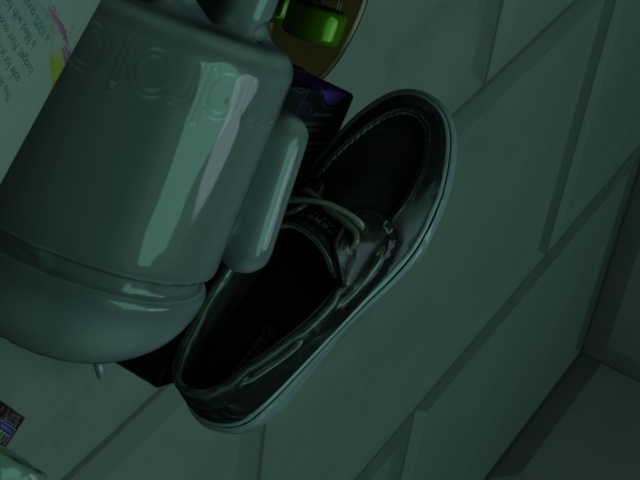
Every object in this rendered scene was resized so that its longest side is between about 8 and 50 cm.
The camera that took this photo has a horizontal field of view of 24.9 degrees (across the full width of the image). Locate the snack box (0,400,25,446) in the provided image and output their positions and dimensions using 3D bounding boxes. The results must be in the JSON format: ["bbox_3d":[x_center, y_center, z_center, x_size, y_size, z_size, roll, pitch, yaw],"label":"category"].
[{"bbox_3d":[-0.302,0.158,1.159,0.100,0.037,0.141,-57,158,-13],"label":"snack box"}]

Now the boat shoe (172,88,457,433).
[{"bbox_3d":[0.003,0.012,1.172,0.335,0.121,0.119,-57,164,-9],"label":"boat shoe"}]

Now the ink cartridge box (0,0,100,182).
[{"bbox_3d":[-0.232,-0.134,0.787,0.207,0.119,0.353,72,38,-61],"label":"ink cartridge box"}]

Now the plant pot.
[{"bbox_3d":[-0.008,-0.229,1.395,0.236,0.032,0.236,-48,154,-32],"label":"plant pot"}]

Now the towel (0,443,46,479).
[{"bbox_3d":[-0.358,0.180,0.679,0.374,0.320,0.090,-57,-171,-14],"label":"towel"}]

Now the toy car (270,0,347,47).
[{"bbox_3d":[-0.059,-0.258,1.167,0.188,0.149,0.155,8,106,-38],"label":"toy car"}]

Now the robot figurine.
[{"bbox_3d":[-0.148,-0.062,1.029,0.300,0.200,0.353,15,104,-29],"label":"robot figurine"}]

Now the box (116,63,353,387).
[{"bbox_3d":[-0.109,-0.033,1.233,0.165,0.143,0.270,-7,121,-66],"label":"box"}]
